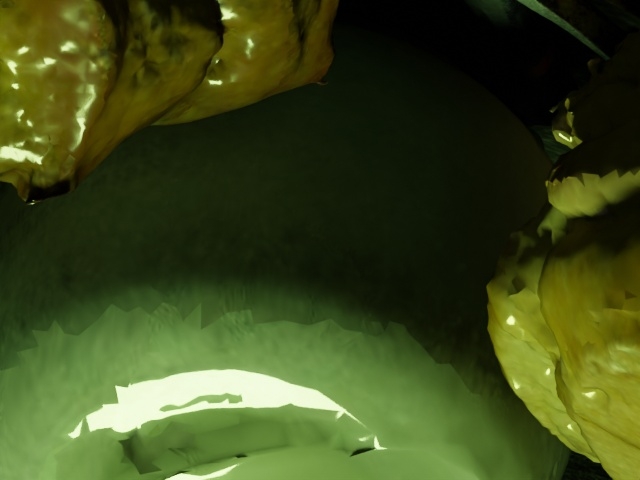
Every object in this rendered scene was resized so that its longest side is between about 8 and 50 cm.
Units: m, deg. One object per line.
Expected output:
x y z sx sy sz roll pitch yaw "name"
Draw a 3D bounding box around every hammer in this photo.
0.096 -0.100 0.772 0.137 0.037 0.290 25 178 18 "hammer"

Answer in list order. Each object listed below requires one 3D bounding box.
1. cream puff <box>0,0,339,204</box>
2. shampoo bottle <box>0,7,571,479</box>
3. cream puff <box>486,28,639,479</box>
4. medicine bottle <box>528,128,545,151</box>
-0.117 -0.102 0.611 0.241 0.155 0.269 -9 -166 27 "cream puff"
-0.024 0.049 0.814 0.322 0.322 0.317 16 -149 -2 "shampoo bottle"
0.240 0.020 0.587 0.327 0.231 0.343 37 163 -24 "cream puff"
-0.029 -0.051 1.029 0.322 0.151 0.151 17 173 -7 "medicine bottle"
